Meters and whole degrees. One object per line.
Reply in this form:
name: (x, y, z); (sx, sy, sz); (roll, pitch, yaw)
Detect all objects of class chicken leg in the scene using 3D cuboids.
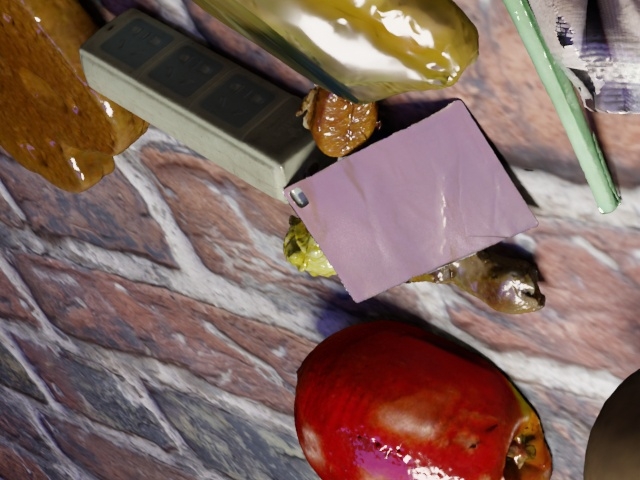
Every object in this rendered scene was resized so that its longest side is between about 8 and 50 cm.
chicken leg: (0.093, 0.009, 1.212); (0.198, 0.069, 0.085); (24, 125, 25)

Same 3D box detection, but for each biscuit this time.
biscuit: (-0.310, -0.199, 1.491); (0.381, 0.074, 0.359); (31, 152, 23)
biscuit: (-0.051, -0.183, 1.000); (0.329, 0.078, 0.335); (34, 180, 1)

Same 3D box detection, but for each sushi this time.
sushi: (0.016, -0.108, 1.159); (0.118, 0.061, 0.060); (116, 151, -47)

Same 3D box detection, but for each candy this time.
candy: (0.135, -0.125, 0.939); (0.092, 0.093, 0.335); (39, 165, 46)

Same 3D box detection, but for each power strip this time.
power strip: (-0.098, -0.119, 1.282); (0.272, 0.078, 0.052); (32, 149, 27)

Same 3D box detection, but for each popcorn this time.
popcorn: (0.003, -0.002, 1.328); (0.068, 0.059, 0.083); (5, 163, -7)

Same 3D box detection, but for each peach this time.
peach: (0.063, 0.158, 1.378); (0.267, 0.159, 0.154); (31, 145, 32)

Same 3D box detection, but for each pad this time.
pad: (0.066, -0.026, 1.164); (0.188, 0.006, 0.113); (-26, 102, 38)

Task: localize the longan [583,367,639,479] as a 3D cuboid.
longan: (0.269, 0.165, 1.054); (0.189, 0.189, 0.189); (35, 153, 21)

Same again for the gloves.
gloves: (0.165, -0.173, 0.787); (0.127, 0.111, 0.212); (15, 113, 54)
